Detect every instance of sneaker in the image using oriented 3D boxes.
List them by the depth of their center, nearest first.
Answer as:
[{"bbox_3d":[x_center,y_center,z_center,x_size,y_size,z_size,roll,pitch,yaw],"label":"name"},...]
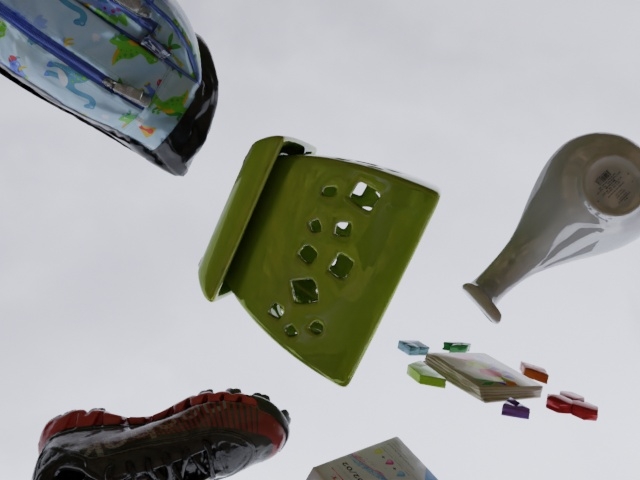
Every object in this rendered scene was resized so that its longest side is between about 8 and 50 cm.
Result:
[{"bbox_3d":[-0.166,0.229,0.616,0.276,0.097,0.135,-8,-158,1],"label":"sneaker"}]

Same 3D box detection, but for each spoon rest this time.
[{"bbox_3d":[0.272,-0.014,0.692,0.276,0.084,0.137,-40,-97,-6],"label":"spoon rest"}]

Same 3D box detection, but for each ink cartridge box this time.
[{"bbox_3d":[0.046,0.267,0.588,0.181,0.061,0.104,3,-150,-49],"label":"ink cartridge box"}]

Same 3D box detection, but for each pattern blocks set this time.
[{"bbox_3d":[0.287,0.241,1.071,0.285,0.026,0.325,6,-172,-14],"label":"pattern blocks set"}]

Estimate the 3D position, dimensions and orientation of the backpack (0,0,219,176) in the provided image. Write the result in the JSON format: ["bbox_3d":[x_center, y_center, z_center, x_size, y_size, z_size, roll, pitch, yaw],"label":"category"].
[{"bbox_3d":[-0.304,-0.278,0.754,0.356,0.273,0.290,17,-149,-34],"label":"backpack"}]

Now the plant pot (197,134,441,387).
[{"bbox_3d":[0.000,0.000,0.707,0.207,0.227,0.228,25,-171,8],"label":"plant pot"}]
